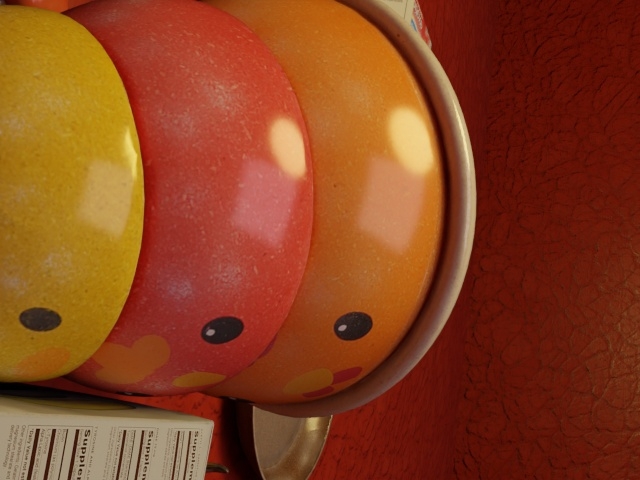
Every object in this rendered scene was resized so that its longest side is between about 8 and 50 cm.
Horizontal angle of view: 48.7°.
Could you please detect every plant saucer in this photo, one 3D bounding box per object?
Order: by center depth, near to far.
[{"bbox_3d":[-0.043,0.192,0.988,0.311,0.050,0.310,3,90,-68],"label":"plant saucer"}]

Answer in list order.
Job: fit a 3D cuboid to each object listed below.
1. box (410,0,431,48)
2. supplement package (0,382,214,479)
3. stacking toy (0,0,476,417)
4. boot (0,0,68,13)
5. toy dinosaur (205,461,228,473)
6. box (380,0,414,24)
[{"bbox_3d":[0.094,-0.340,1.158,0.257,0.123,0.128,49,49,-61],"label":"box"},{"bbox_3d":[-0.197,0.152,0.380,0.203,0.194,0.149,38,59,-66],"label":"supplement package"},{"bbox_3d":[-0.161,-0.021,0.426,0.480,0.351,0.350,-5,98,-50],"label":"stacking toy"},{"bbox_3d":[-0.191,-0.212,0.498,0.059,0.085,0.157,-43,134,-63],"label":"boot"},{"bbox_3d":[-0.119,0.312,0.581,0.200,0.295,0.127,-20,148,-27],"label":"toy dinosaur"},{"bbox_3d":[0.000,-0.225,0.678,0.148,0.121,0.311,-7,115,-38],"label":"box"}]
